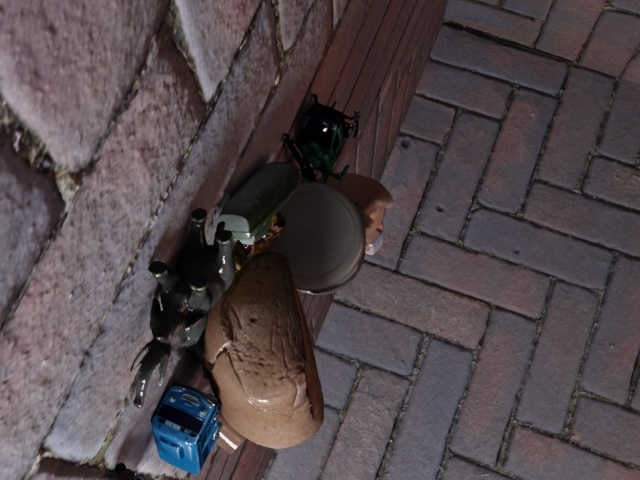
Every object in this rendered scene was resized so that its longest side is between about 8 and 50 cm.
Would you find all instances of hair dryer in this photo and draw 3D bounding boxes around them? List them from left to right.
[{"bbox_3d":[-0.228,0.382,1.504,0.181,0.117,0.064,-46,-177,33],"label":"hair dryer"}]

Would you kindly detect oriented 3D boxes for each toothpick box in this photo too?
[{"bbox_3d":[0.000,0.000,1.602,0.316,0.229,0.229,56,54,-82],"label":"toothpick box"}]

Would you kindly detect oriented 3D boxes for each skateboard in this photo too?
[{"bbox_3d":[-0.276,0.387,1.165,0.067,0.080,0.151,-59,166,-28],"label":"skateboard"}]

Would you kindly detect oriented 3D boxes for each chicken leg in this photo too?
[{"bbox_3d":[-0.118,-0.010,1.343,0.178,0.070,0.093,-56,142,-48],"label":"chicken leg"}]

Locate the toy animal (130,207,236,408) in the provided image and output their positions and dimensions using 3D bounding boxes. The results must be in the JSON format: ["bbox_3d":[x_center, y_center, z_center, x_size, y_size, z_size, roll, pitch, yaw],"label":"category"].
[{"bbox_3d":[-0.183,0.078,1.023,0.137,0.082,0.269,98,14,-53],"label":"toy animal"}]

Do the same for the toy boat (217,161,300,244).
[{"bbox_3d":[-0.093,-0.067,1.287,0.260,0.078,0.085,-56,147,-57],"label":"toy boat"}]

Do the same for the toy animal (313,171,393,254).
[{"bbox_3d":[0.061,-0.053,1.886,0.195,0.213,0.256,-48,160,-28],"label":"toy animal"}]

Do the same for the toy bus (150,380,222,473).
[{"bbox_3d":[-0.226,0.319,1.308,0.184,0.090,0.106,99,16,-57],"label":"toy bus"}]

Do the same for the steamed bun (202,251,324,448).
[{"bbox_3d":[-0.115,0.193,1.351,0.251,0.199,0.301,77,0,-52],"label":"steamed bun"}]

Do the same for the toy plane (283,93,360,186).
[{"bbox_3d":[0.001,-0.184,1.609,0.155,0.106,0.381,-62,172,-11],"label":"toy plane"}]
